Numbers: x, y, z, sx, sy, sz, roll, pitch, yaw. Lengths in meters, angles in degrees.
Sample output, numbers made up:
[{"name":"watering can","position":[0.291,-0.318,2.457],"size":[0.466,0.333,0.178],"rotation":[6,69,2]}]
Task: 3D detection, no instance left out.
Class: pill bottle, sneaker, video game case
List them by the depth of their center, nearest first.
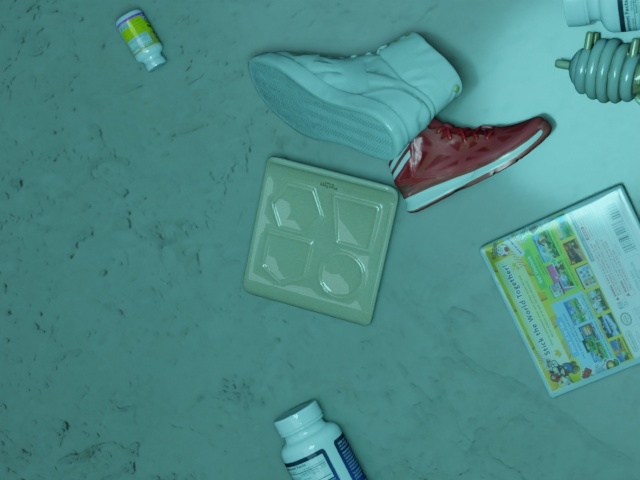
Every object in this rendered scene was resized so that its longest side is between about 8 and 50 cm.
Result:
[{"name":"pill bottle","position":[0.397,-0.312,1.507],"size":[0.194,0.108,0.108],"rotation":[-4,98,17]},{"name":"sneaker","position":[0.181,-0.135,1.612],"size":[0.221,0.087,0.128],"rotation":[-29,92,17]},{"name":"video game case","position":[0.351,0.069,1.629],"size":[0.206,0.026,0.227],"rotation":[-25,93,18]},{"name":"sneaker","position":[0.051,-0.212,1.634],"size":[0.292,0.169,0.108],"rotation":[29,148,38]},{"name":"pill bottle","position":[-0.250,-0.280,1.731],"size":[0.043,0.043,0.083],"rotation":[-30,91,18]},{"name":"pill bottle","position":[0.002,0.314,1.734],"size":[0.094,0.094,0.169],"rotation":[-27,91,18]}]

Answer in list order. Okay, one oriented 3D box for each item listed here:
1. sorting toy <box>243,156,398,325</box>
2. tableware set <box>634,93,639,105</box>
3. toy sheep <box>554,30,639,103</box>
[{"name":"sorting toy","position":[0.000,0.000,1.715],"size":[0.193,0.038,0.208],"rotation":[15,108,13]},{"name":"tableware set","position":[0.474,-0.196,1.551],"size":[0.169,0.020,0.141],"rotation":[42,107,7]},{"name":"toy sheep","position":[0.360,-0.216,1.548],"size":[0.132,0.091,0.091],"rotation":[15,103,28]}]
